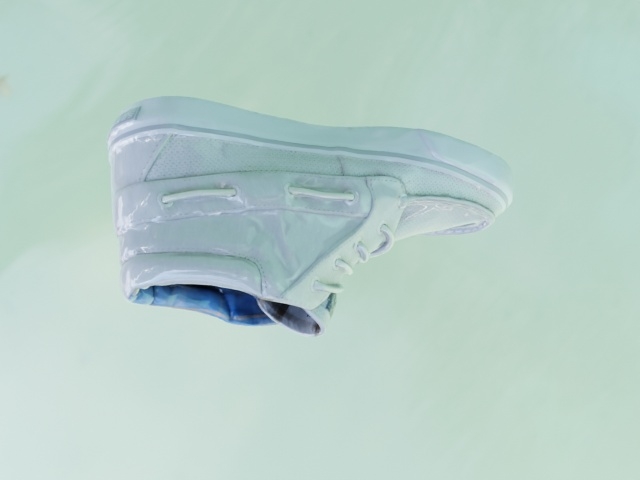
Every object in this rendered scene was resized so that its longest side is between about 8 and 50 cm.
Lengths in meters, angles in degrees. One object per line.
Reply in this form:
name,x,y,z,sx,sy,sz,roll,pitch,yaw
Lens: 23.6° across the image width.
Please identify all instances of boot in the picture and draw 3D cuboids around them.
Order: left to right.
boot,0.000,0.000,0.890,0.095,0.258,0.123,136,135,-58
